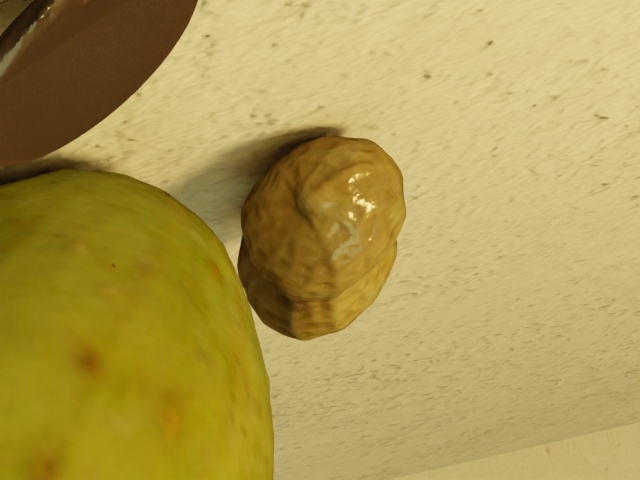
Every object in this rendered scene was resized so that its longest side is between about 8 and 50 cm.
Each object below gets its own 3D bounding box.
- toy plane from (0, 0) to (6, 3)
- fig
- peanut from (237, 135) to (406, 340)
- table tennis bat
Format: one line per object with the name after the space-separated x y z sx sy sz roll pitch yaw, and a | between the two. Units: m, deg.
-0.211 -0.030 0.635 0.229 0.092 0.244 -37 163 19 | toy plane
-0.133 0.100 0.834 0.258 0.258 0.326 -25 -157 39 | fig
0.002 -0.001 0.996 0.089 0.089 0.193 -13 167 -9 | peanut
-0.046 -0.044 0.638 0.107 0.119 0.170 -38 166 -23 | table tennis bat
